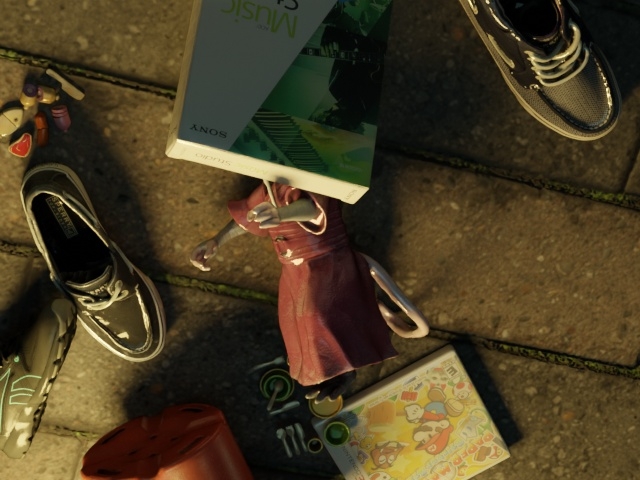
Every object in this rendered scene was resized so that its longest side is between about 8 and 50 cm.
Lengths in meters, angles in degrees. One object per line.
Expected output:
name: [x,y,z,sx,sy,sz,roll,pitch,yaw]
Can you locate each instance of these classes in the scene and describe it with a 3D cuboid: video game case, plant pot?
video game case: [0.131,0.281,1.996,0.227,0.026,0.206,-29,115,2]
plant pot: [-0.183,0.379,1.865,0.272,0.272,0.265,-20,107,-2]

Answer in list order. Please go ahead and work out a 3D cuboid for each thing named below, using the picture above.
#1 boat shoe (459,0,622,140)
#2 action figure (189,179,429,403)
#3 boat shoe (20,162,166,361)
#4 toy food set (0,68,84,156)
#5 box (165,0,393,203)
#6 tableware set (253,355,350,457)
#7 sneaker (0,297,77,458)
boat shoe: [0.277,-0.236,1.729,0.127,0.158,0.340,-41,113,8]
action figure: [0.000,0.000,1.743,0.276,0.248,0.370,-19,102,-25]
boat shoe: [-0.285,0.043,1.774,0.108,0.102,0.301,-24,115,0]
toy food set: [-0.350,-0.148,1.726,0.078,0.019,0.122,37,102,-22]
box: [-0.038,-0.223,1.629,0.232,0.058,0.322,13,71,-16]
tableware set: [-0.022,0.224,1.927,0.104,0.024,0.154,-19,103,0]
sneaker: [-0.391,0.173,1.796,0.106,0.101,0.267,24,121,-6]
